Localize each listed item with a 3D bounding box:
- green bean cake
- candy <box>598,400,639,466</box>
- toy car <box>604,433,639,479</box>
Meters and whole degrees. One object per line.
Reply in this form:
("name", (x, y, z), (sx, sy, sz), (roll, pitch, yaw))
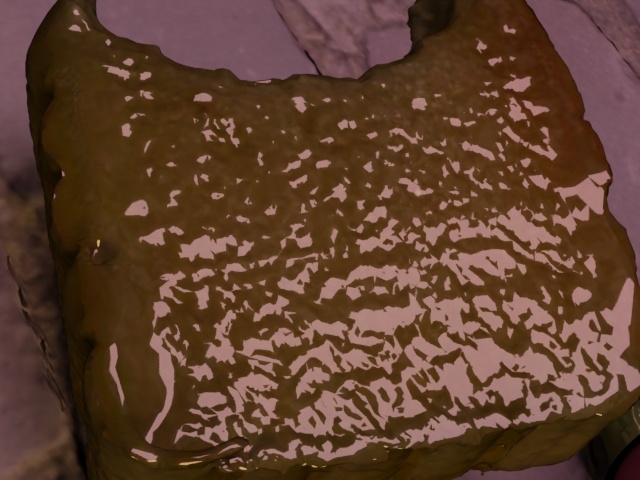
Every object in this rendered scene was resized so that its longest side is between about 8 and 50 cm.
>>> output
("green bean cake", (0.000, 0.000, 0.513), (0.236, 0.124, 0.233), (-6, 62, -15))
("candy", (0.081, 0.060, 0.603), (0.335, 0.093, 0.092), (17, 7, -11))
("toy car", (0.306, 0.126, 0.504), (0.271, 0.240, 0.340), (38, 71, -29))
